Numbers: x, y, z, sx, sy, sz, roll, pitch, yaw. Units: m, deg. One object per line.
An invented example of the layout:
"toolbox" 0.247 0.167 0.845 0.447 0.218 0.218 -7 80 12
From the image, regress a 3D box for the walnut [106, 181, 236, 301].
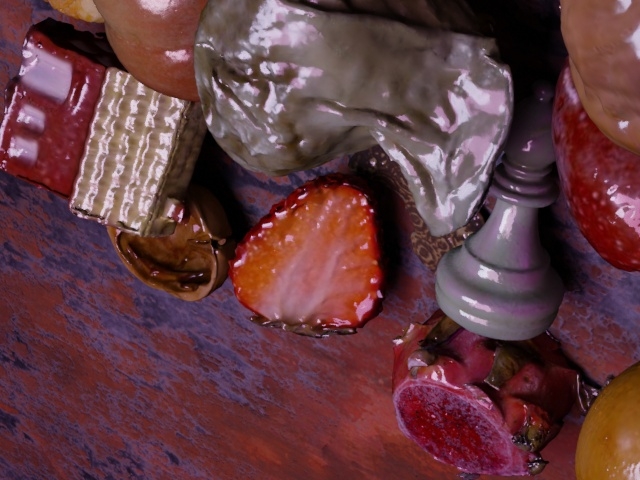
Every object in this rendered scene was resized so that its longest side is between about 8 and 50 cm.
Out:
"walnut" -0.177 -0.015 2.026 0.211 0.087 0.167 14 120 41

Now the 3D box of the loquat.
"loquat" 0.386 0.234 1.564 0.263 0.263 0.263 24 133 29

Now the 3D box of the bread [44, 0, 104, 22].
"bread" -0.256 -0.394 1.784 0.167 0.132 0.294 23 133 30

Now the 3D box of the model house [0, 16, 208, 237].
"model house" -0.240 -0.130 1.901 0.254 0.160 0.196 28 107 24

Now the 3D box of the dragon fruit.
"dragon fruit" 0.180 0.177 1.796 0.282 0.147 0.211 12 126 39

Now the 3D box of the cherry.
"cherry" 0.302 -0.071 1.472 0.175 0.192 0.250 -38 81 33

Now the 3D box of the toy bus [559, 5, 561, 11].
"toy bus" 0.260 -0.274 1.444 0.069 0.074 0.162 7 121 31

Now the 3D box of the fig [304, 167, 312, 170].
"fig" -0.025 -0.145 1.773 0.136 0.121 0.153 40 115 21

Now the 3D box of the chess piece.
"chess piece" 0.208 -0.042 1.645 0.139 0.139 0.272 26 121 27

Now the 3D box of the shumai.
"shumai" 0.062 -0.171 1.516 0.288 0.292 0.330 45 151 38

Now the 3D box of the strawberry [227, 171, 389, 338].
"strawberry" 0.000 0.000 1.863 0.190 0.111 0.236 18 125 -7

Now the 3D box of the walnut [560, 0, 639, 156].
"walnut" 0.348 -0.192 1.265 0.344 0.306 0.306 -9 112 38

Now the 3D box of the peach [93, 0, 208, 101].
"peach" -0.123 -0.276 1.674 0.252 0.252 0.252 24 133 29

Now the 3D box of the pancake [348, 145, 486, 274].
"pancake" 0.114 -0.029 1.801 0.184 0.020 0.190 13 126 35
